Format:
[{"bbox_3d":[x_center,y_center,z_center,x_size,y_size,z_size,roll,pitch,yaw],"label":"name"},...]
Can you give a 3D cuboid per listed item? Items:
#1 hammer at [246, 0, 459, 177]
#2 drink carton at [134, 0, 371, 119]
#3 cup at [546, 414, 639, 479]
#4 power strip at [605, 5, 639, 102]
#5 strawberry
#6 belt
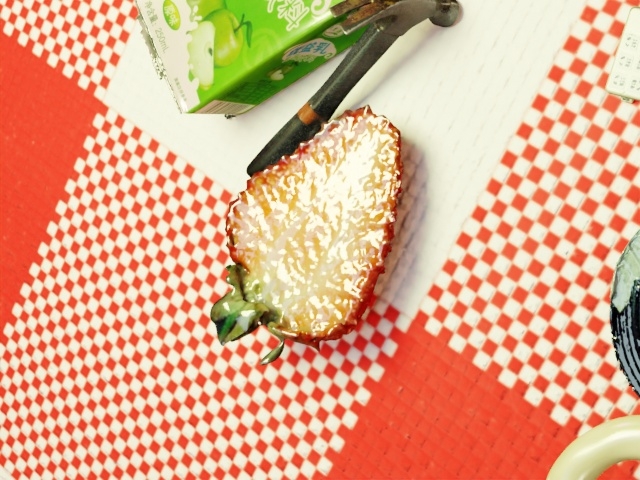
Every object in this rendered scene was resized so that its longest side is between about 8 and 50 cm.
[{"bbox_3d":[0.009,-0.153,1.101,0.290,0.137,0.037,-46,61,32],"label":"hammer"},{"bbox_3d":[-0.056,-0.258,1.136,0.271,0.108,0.161,-28,79,27],"label":"drink carton"},{"bbox_3d":[0.297,0.285,0.870,0.255,0.173,0.202,44,112,-5],"label":"cup"},{"bbox_3d":[0.294,-0.172,0.979,0.040,0.016,0.090,20,101,30],"label":"power strip"},{"bbox_3d":[0.000,0.000,1.112,0.188,0.106,0.286,38,96,20],"label":"strawberry"},{"bbox_3d":[0.330,0.062,0.924,0.151,0.078,0.198,-3,91,35],"label":"belt"}]
